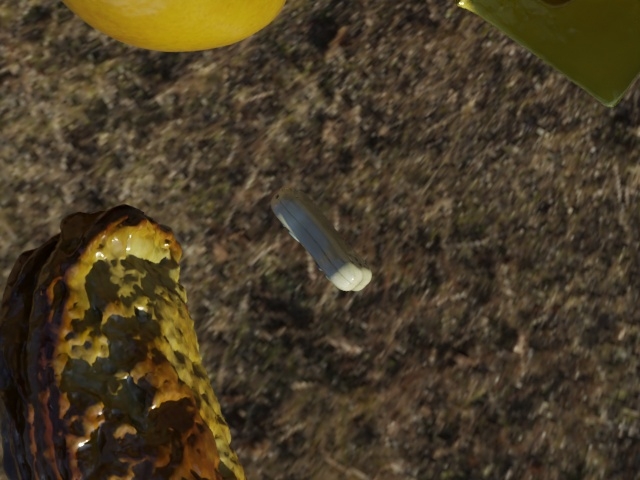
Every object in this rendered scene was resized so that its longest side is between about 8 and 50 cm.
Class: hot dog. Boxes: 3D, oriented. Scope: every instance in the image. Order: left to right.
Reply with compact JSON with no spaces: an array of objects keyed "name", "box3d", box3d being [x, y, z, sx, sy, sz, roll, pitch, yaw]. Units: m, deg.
[{"name":"hot dog","box3d":[-0.114,0.115,0.768,0.114,0.175,0.259,-20,76,8]}]

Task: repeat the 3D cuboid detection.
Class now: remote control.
[{"name":"remote control","box3d":[0.000,0.000,1.266,0.032,0.074,0.122,-42,76,12]}]

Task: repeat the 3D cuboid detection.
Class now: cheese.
[{"name":"cheese","box3d":[0.151,-0.167,0.606,0.093,0.126,0.171,32,114,1]}]

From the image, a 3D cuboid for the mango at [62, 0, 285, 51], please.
[{"name":"mango","box3d":[-0.148,-0.347,1.066,0.232,0.300,0.445,18,147,35]}]
